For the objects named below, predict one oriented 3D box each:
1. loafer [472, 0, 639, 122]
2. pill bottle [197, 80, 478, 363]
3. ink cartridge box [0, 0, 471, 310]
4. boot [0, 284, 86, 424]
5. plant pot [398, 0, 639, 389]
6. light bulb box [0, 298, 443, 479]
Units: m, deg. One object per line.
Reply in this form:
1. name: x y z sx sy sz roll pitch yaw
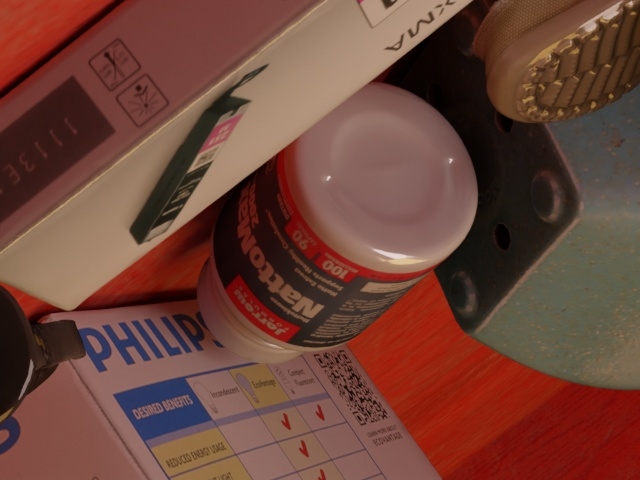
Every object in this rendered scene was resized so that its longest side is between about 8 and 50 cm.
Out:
1. loafer: 0.162 -0.156 0.890 0.268 0.092 0.102 -38 159 -25
2. pill bottle: 0.000 0.000 0.990 0.108 0.108 0.180 -28 169 -34
3. ink cartridge box: -0.025 -0.070 0.822 0.275 0.060 0.239 -38 165 2
4. boot: -0.222 0.080 0.744 0.263 0.091 0.229 -14 177 -10
5. plant pot: 0.183 -0.056 1.021 0.252 0.247 0.248 -11 154 -29
6. light bulb box: -0.055 0.240 1.119 0.225 0.361 0.358 -40 166 19
